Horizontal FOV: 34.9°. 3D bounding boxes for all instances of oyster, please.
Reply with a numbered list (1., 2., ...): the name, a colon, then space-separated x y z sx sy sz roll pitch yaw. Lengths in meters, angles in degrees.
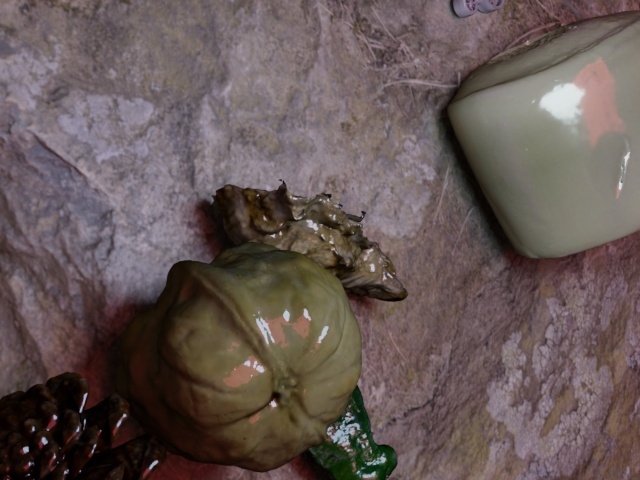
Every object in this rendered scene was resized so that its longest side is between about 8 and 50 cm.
1. oyster: -0.006 0.000 1.429 0.337 0.198 0.133 23 92 -46

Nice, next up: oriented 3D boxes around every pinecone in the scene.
1. pinecone: -0.268 0.284 1.118 0.244 0.244 0.309 -58 132 -29

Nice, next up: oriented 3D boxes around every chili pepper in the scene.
1. chili pepper: 0.021 0.258 1.421 0.136 0.099 0.270 -36 99 -45

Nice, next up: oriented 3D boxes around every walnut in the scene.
1. walnut: -0.095 0.139 1.231 0.253 0.277 0.282 33 79 -27

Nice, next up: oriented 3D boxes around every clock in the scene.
1. clock: 0.272 -0.435 1.779 0.129 0.041 0.087 -32 104 -42

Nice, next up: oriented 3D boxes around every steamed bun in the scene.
1. steamed bun: 0.467 -0.184 1.719 0.456 0.290 0.371 -35 103 -36
